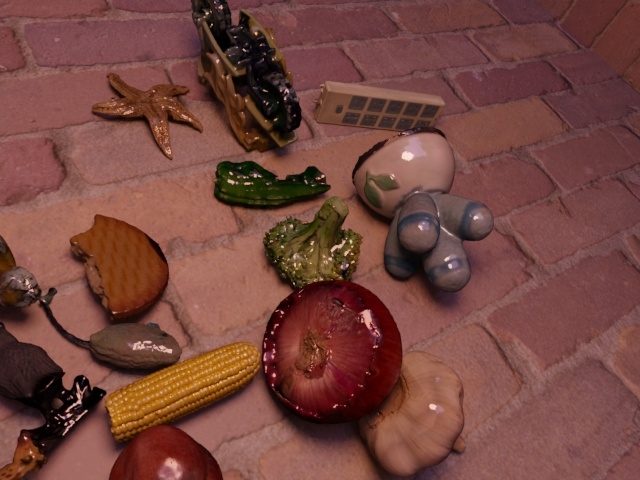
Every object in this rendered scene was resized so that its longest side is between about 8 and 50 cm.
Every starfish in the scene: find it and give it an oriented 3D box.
[{"bbox_3d":[-0.372,-0.295,1.187,0.235,0.062,0.277,-24,62,-40],"label":"starfish"}]

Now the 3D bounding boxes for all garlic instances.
[{"bbox_3d":[0.183,0.306,0.886,0.226,0.199,0.199,39,44,-26],"label":"garlic"}]

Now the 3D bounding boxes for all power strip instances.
[{"bbox_3d":[0.148,-0.341,1.388,0.367,0.106,0.043,1,51,-21],"label":"power strip"}]

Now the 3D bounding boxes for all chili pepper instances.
[{"bbox_3d":[-0.101,-0.120,1.139,0.253,0.083,0.099,-2,46,-27],"label":"chili pepper"}]

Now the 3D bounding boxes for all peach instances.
[{"bbox_3d":[-0.207,0.317,0.727,0.152,0.152,0.152,11,51,-14],"label":"peach"}]

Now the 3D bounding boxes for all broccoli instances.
[{"bbox_3d":[0.000,0.000,1.013,0.194,0.194,0.220,-9,53,-27],"label":"broccoli"}]

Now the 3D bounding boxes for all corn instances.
[{"bbox_3d":[-0.206,0.226,0.828,0.248,0.081,0.081,-19,63,-33],"label":"corn"}]

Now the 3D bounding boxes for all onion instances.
[{"bbox_3d":[0.020,0.177,0.877,0.161,0.248,0.248,-1,51,-54],"label":"onion"}]

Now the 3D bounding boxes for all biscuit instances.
[{"bbox_3d":[-0.346,0.046,0.913,0.176,0.031,0.228,16,36,-12],"label":"biscuit"}]

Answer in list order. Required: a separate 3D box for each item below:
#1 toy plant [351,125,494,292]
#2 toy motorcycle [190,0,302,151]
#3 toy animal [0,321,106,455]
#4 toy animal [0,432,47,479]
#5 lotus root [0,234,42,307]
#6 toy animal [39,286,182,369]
[{"bbox_3d":[0.221,-0.042,1.120,0.247,0.247,0.332,-5,61,-25],"label":"toy plant"},{"bbox_3d":[-0.173,-0.372,1.202,0.168,0.237,0.410,-29,71,-20],"label":"toy motorcycle"},{"bbox_3d":[-0.418,0.191,0.748,0.210,0.117,0.121,37,56,4],"label":"toy animal"},{"bbox_3d":[-0.473,0.320,0.633,0.275,0.054,0.149,-8,52,-8],"label":"toy animal"},{"bbox_3d":[-0.569,0.021,0.807,0.322,0.140,0.158,35,25,-2],"label":"lotus root"},{"bbox_3d":[-0.341,0.152,0.852,0.253,0.070,0.079,17,14,6],"label":"toy animal"}]
